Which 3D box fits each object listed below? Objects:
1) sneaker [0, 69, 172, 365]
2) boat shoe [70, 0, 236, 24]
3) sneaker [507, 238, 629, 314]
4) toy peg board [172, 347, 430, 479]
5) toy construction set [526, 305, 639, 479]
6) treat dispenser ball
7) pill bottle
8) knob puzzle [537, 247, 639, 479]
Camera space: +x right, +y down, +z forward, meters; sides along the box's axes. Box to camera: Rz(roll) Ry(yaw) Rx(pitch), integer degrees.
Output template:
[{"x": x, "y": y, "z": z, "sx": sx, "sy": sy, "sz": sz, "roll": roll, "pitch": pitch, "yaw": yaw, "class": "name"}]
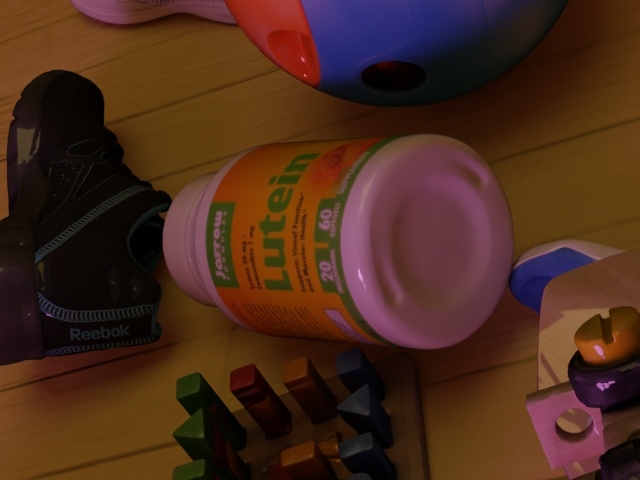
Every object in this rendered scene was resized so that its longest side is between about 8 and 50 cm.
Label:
[{"x": -0.188, "y": -0.020, "z": 1.310, "sx": 0.140, "sy": 0.125, "sz": 0.340, "roll": 0, "pitch": 39, "yaw": -3, "class": "sneaker"}, {"x": -0.149, "y": -0.268, "z": 1.531, "sx": 0.277, "sy": 0.096, "sz": 0.098, "roll": 6, "pitch": 53, "yaw": 39, "class": "boat shoe"}, {"x": 0.172, "y": 0.050, "z": 1.002, "sx": 0.152, "sy": 0.058, "sz": 0.084, "roll": 9, "pitch": 46, "yaw": 33, "class": "sneaker"}, {"x": -0.021, "y": 0.138, "z": 1.027, "sx": 0.161, "sy": 0.079, "sz": 0.161, "roll": -21, "pitch": 40, "yaw": 15, "class": "toy peg board"}, {"x": 0.160, "y": 0.180, "z": 0.795, "sx": 0.309, "sy": 0.257, "sz": 0.237, "roll": -47, "pitch": 16, "yaw": 18, "class": "toy construction set"}, {"x": 0.057, "y": -0.243, "z": 1.209, "sx": 0.288, "sy": 0.288, "sz": 0.288, "roll": -19, "pitch": 40, "yaw": 17, "class": "treat dispenser ball"}, {"x": 0.000, "y": 0.000, "z": 1.098, "sx": 0.246, "sy": 0.136, "sz": 0.136, "roll": 0, "pitch": 48, "yaw": 52, "class": "pill bottle"}, {"x": 0.208, "y": 0.083, "z": 0.921, "sx": 0.213, "sy": 0.030, "sz": 0.213, "roll": -2, "pitch": 64, "yaw": 4, "class": "knob puzzle"}]
